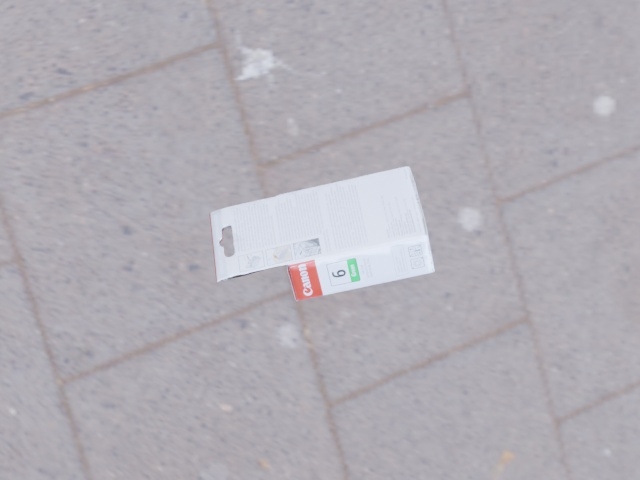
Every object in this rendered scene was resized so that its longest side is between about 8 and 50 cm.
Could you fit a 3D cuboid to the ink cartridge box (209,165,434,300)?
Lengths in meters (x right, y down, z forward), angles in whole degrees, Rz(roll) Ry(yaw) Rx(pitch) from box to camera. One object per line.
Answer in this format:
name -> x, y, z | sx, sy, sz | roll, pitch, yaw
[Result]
ink cartridge box -> 0.000, 0.000, 0.850 | 0.115, 0.063, 0.029 | -13, 130, 2
